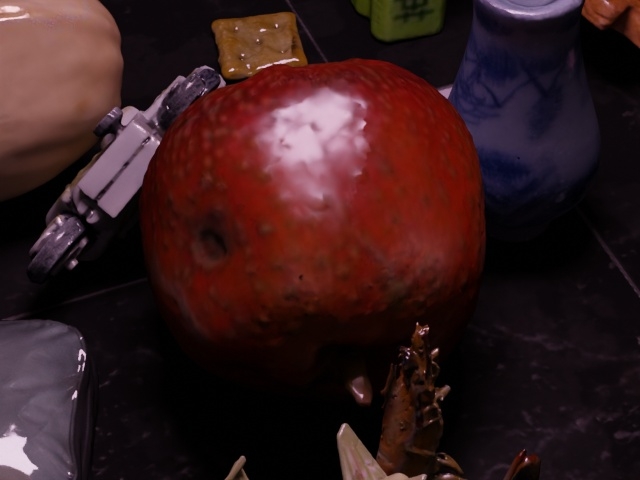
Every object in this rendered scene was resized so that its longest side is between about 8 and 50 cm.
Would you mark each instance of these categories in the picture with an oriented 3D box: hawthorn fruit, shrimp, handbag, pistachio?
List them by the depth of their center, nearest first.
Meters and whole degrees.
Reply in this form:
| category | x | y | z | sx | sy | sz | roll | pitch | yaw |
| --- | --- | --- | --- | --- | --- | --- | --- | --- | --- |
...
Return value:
| category | x | y | z | sx | sy | sz | roll | pitch | yaw |
| --- | --- | --- | --- | --- | --- | --- | --- | --- | --- |
| shrimp | 0.100 | 0.144 | 1.396 | 0.124 | 0.178 | 0.034 | 4 | 19 | -6 |
| hawthorn fruit | 0.000 | 0.000 | 1.472 | 0.275 | 0.275 | 0.299 | -9 | 57 | -9 |
| handbag | -0.336 | 0.138 | 1.476 | 0.332 | 0.075 | 0.191 | 1 | 49 | -3 |
| pistachio | -0.315 | -0.118 | 1.631 | 0.318 | 0.214 | 0.193 | -17 | 67 | 2 |

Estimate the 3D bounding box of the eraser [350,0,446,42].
| category | x | y | z | sx | sy | sz | roll | pitch | yaw |
| --- | --- | --- | --- | --- | --- | --- | --- | --- | --- |
| eraser | 0.057 | -0.353 | 1.812 | 0.092 | 0.274 | 0.210 | -12 | 47 | -14 |

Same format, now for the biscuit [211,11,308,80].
| category | x | y | z | sx | sy | sz | roll | pitch | yaw |
| --- | --- | --- | --- | --- | --- | --- | --- | --- | --- |
| biscuit | -0.057 | -0.182 | 1.822 | 0.081 | 0.018 | 0.083 | -7 | 45 | -6 |

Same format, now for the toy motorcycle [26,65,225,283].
| category | x | y | z | sx | sy | sz | roll | pitch | yaw |
| --- | --- | --- | --- | --- | --- | --- | --- | --- | --- |
| toy motorcycle | -0.159 | -0.053 | 1.611 | 0.074 | 0.151 | 0.228 | 39 | 88 | 0 |

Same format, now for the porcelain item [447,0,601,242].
| category | x | y | z | sx | sy | sz | roll | pitch | yaw |
| --- | --- | --- | --- | --- | --- | --- | --- | --- | --- |
| porcelain item | 0.160 | -0.109 | 1.579 | 0.141 | 0.259 | 0.141 | 0 | 44 | 0 |

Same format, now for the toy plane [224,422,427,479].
| category | x | y | z | sx | sy | sz | roll | pitch | yaw |
| --- | --- | --- | --- | --- | --- | --- | --- | --- | --- |
| toy plane | 0.010 | 0.252 | 1.323 | 0.229 | 0.092 | 0.244 | 35 | 66 | -14 |

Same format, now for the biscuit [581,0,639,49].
| category | x | y | z | sx | sy | sz | roll | pitch | yaw |
| --- | --- | --- | --- | --- | --- | --- | --- | --- | --- |
| biscuit | 0.255 | -0.265 | 1.798 | 0.306 | 0.043 | 0.284 | 24 | 40 | -18 |
